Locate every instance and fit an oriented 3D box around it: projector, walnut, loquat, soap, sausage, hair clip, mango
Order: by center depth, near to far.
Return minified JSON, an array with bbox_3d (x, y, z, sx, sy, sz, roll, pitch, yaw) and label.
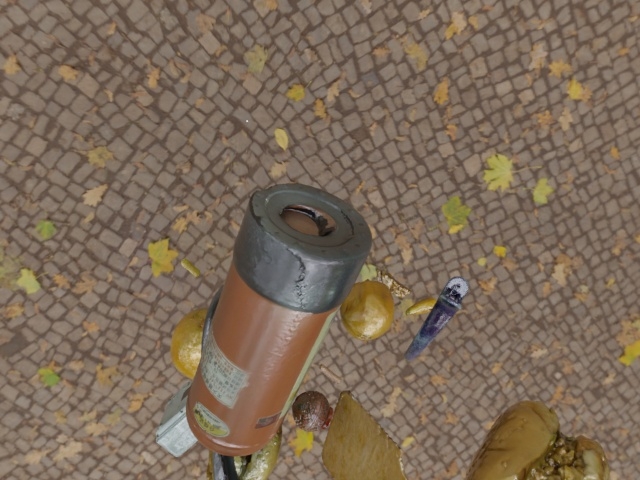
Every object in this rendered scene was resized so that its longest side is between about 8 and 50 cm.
[{"bbox_3d":[-0.206,0.274,0.784,0.147,0.115,0.061,-43,103,8],"label":"projector"},{"bbox_3d":[0.231,0.190,0.985,0.048,0.083,0.275,30,132,8],"label":"hair clip"},{"bbox_3d":[0.161,0.232,1.551,0.187,0.234,0.176,-13,133,18],"label":"loquat"},{"bbox_3d":[-0.394,0.364,1.600,0.263,0.263,0.263,-2,105,-9],"label":"loquat"},{"bbox_3d":[0.035,0.492,1.688,0.026,0.026,0.116,-44,118,4],"label":"sausage"},{"bbox_3d":[-0.508,0.107,1.790,0.089,0.012,0.034,45,52,-21],"label":"soap"},{"bbox_3d":[0.315,0.194,2.010,0.170,0.143,0.069,35,88,-18],"label":"walnut"},{"bbox_3d":[0.462,0.304,2.084,0.187,0.101,0.066,-17,82,-20],"label":"mango"}]

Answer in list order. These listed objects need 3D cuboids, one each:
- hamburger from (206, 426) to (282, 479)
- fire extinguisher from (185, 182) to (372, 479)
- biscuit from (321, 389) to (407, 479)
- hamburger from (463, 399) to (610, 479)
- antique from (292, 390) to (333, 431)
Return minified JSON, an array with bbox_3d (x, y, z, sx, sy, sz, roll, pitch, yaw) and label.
[{"bbox_3d":[-0.174,0.466,1.042,0.134,0.265,0.285,8,130,-20],"label":"hamburger"},{"bbox_3d":[-0.070,0.108,0.506,0.113,0.200,0.376,15,121,-14],"label":"fire extinguisher"},{"bbox_3d":[0.089,0.474,0.981,0.013,0.232,0.237,-6,120,-37],"label":"biscuit"},{"bbox_3d":[0.265,0.385,0.615,0.318,0.158,0.319,-30,130,-43],"label":"hamburger"},{"bbox_3d":[-0.024,0.425,1.141,0.104,0.104,0.104,-2,105,-9],"label":"antique"}]
